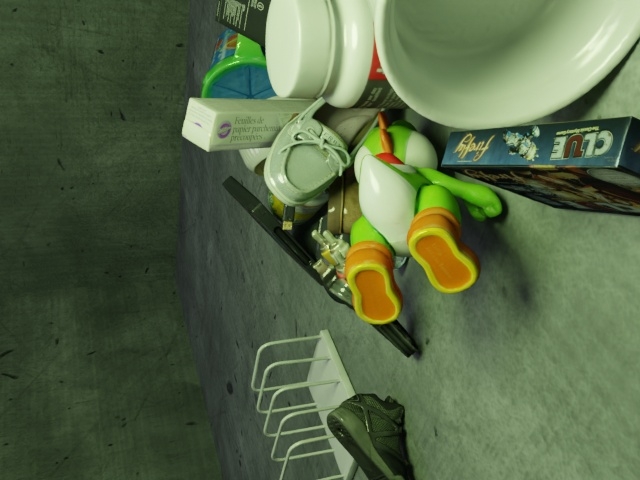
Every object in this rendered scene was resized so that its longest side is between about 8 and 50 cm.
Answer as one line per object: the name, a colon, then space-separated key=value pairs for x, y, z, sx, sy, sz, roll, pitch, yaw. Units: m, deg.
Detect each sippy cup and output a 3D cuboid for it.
sippy cup: x=-0.177 y=-0.411 z=1.625 sx=0.305 sy=0.240 sz=0.224 roll=-43 pitch=38 yaw=33

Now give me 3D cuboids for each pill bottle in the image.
pill bottle: x=0.084 y=-0.252 z=0.855 sx=0.161 sy=0.283 sz=0.161 roll=175 pitch=90 yaw=-69
pill bottle: x=-0.036 y=-0.117 z=1.427 sx=0.208 sy=0.118 sz=0.117 roll=139 pitch=124 yaw=-65

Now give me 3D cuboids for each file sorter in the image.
file sorter: x=-0.035 y=0.370 z=1.446 sx=0.277 sy=0.173 sz=0.192 roll=-115 pitch=30 yaw=-44

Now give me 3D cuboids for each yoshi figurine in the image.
yoshi figurine: x=0.125 y=-0.034 z=0.913 sx=0.362 sy=0.204 sz=0.203 roll=-85 pitch=12 yaw=-54

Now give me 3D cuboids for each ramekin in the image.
ramekin: x=-0.085 y=-0.222 z=1.426 sx=0.207 sy=0.207 sz=0.109 roll=-43 pitch=64 yaw=64
ramekin: x=0.175 y=-0.260 z=0.649 sx=0.135 sy=0.277 sz=0.277 roll=-105 pitch=22 yaw=-44

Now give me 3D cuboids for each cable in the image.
cable: x=0.090 y=0.098 z=1.028 sx=0.072 sy=0.287 sz=0.139 roll=-46 pitch=28 yaw=3

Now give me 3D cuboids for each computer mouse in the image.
computer mouse: x=0.000 y=0.000 z=1.293 sx=0.184 sy=0.060 sz=0.261 roll=6 pitch=103 yaw=24

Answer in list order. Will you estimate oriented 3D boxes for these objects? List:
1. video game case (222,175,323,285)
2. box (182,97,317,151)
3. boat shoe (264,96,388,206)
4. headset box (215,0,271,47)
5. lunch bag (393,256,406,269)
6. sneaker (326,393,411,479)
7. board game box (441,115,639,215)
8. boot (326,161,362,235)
video game case: x=-0.108 y=-0.027 z=1.535 sx=0.248 sy=0.035 sz=0.275 roll=48 pitch=176 yaw=-27
box: x=-0.082 y=-0.195 z=1.089 sx=0.067 sy=0.324 sz=0.063 roll=31 pitch=116 yaw=28
boat shoe: x=0.029 y=-0.184 z=1.052 sx=0.118 sy=0.320 sz=0.103 roll=46 pitch=151 yaw=-6
headset box: x=-0.015 y=-0.439 z=1.113 sx=0.283 sy=0.131 sz=0.246 roll=31 pitch=134 yaw=14
lunch bag: x=0.119 y=0.002 z=1.137 sx=0.071 sy=0.053 sz=0.083 roll=-114 pitch=24 yaw=-54
sneaker: x=0.124 y=0.367 z=1.172 sx=0.227 sy=0.130 sz=0.087 roll=52 pitch=146 yaw=8
board game box: x=0.250 y=-0.064 z=0.621 sx=0.243 sy=0.165 sz=0.042 roll=17 pitch=90 yaw=68
boot: x=0.074 y=-0.113 z=1.172 sx=0.305 sy=0.115 sz=0.112 roll=-86 pitch=-2 yaw=-49
